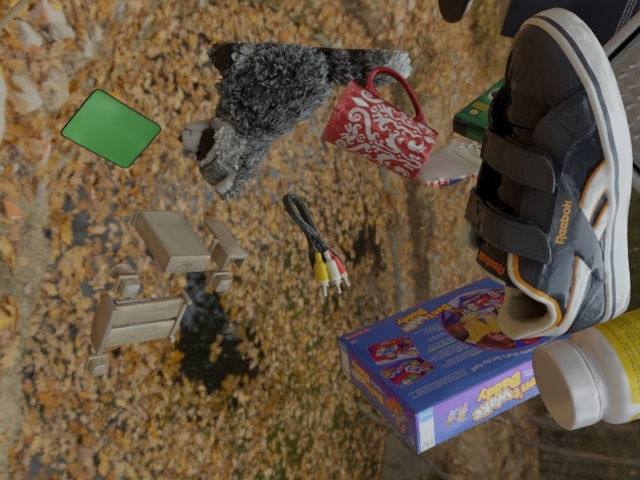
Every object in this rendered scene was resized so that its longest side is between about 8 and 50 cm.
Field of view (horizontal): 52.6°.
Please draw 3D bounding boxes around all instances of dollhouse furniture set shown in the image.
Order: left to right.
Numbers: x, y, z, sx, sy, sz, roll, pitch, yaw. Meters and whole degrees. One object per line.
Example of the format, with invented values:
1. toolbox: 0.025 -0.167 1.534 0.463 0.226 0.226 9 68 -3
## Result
1. dollhouse furniture set: -0.388 0.118 1.525 0.303 0.174 0.355 -1 130 -44

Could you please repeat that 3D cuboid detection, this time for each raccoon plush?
1. raccoon plush: -0.054 -0.227 1.269 0.216 0.446 0.299 -44 137 -73

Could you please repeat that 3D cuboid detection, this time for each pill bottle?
1. pill bottle: 0.367 0.143 0.755 0.119 0.208 0.119 165 -90 -85

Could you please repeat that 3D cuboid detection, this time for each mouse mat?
1. mouse mat: -0.493 -0.260 1.533 0.190 0.152 0.007 31 23 -41

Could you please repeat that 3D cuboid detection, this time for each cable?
1. cable: 0.000 0.000 1.677 0.139 0.072 0.287 -18 89 -50

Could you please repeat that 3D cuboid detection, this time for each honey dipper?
1. honey dipper: -0.434 -0.286 0.872 0.030 0.161 0.030 45 27 -31

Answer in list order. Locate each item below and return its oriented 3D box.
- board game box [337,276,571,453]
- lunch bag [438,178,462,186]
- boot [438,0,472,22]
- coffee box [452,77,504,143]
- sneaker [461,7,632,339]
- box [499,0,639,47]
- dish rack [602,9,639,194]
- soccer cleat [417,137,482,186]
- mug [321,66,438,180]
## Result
1. board game box: 0.237 0.186 1.080 0.347 0.233 0.078 -18 119 -21
2. lunch bag: 0.306 -0.166 1.586 0.098 0.065 0.067 -1 70 -80
3. boot: 0.358 -0.666 1.530 0.115 0.112 0.305 -4 106 -45
4. coffee box: 0.339 -0.234 1.164 0.184 0.113 0.040 -39 142 -26
5. sneaker: 0.200 -0.036 0.594 0.126 0.127 0.321 -122 -169 -63
6. box: 0.572 -0.541 1.428 0.343 0.312 0.179 -66 171 -56
7. dish rack: 0.601 -0.252 1.061 0.072 0.333 0.285 -25 73 -41
8. soccer cleat: 0.254 -0.141 1.106 0.068 0.196 0.076 -7 90 -59
9. mug: 0.108 -0.191 1.067 0.150 0.169 0.113 -61 180 28
